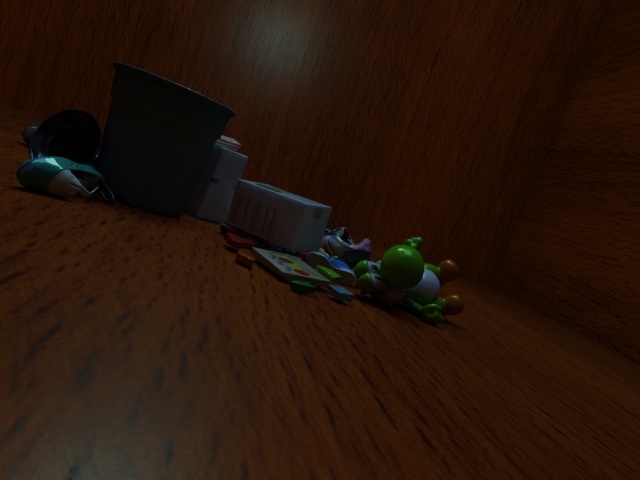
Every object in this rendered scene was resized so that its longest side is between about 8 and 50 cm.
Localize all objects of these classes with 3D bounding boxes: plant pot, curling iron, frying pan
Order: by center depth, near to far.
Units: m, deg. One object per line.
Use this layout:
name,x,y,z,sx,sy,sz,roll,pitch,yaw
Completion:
frying pan,-0.596,-0.223,1.372,0.326,0.197,0.053,23,-15,15
plant pot,-0.451,-0.261,1.487,0.341,0.334,0.341,20,5,-2
curling iron,-0.175,0.006,1.490,0.274,0.035,0.068,24,6,30

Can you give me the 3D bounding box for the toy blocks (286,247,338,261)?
toy blocks,-0.031,0.046,1.555,0.148,0.054,0.123,16,7,-46

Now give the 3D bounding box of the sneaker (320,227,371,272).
sneaker,0.030,0.006,1.795,0.319,0.131,0.112,24,6,27

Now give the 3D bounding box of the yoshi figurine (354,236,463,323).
yoshi figurine,0.256,0.102,1.410,0.362,0.203,0.203,13,16,-41

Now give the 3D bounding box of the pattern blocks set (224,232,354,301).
pattern blocks set,-0.076,0.064,1.278,0.285,0.026,0.325,16,9,-27

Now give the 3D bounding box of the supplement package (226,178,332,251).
supplement package,-0.118,-0.070,1.501,0.244,0.133,0.139,22,10,28

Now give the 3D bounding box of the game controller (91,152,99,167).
game controller,-0.778,-0.284,1.900,0.167,0.067,0.319,20,5,-19

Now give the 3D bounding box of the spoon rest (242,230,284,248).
spoon rest,-0.178,-0.041,1.704,0.137,0.084,0.276,18,7,-36

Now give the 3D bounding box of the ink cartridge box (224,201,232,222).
ink cartridge box,-0.247,-0.111,1.871,0.231,0.134,0.078,15,7,-45

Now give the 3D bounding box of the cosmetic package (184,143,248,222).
cosmetic package,-0.329,-0.178,1.690,0.085,0.231,0.117,25,7,37

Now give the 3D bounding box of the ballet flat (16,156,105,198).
ballet flat,-0.550,-0.132,1.183,0.087,0.083,0.247,36,8,3

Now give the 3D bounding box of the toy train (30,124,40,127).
toy train,-0.958,-0.364,1.957,0.105,0.080,0.184,17,2,31

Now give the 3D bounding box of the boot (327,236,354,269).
boot,0.051,0.052,1.627,0.118,0.042,0.087,49,-32,6

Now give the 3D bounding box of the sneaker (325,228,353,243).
sneaker,0.000,0.000,2.094,0.279,0.107,0.118,26,-13,12

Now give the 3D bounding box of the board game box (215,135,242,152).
board game box,-0.361,-0.275,1.735,0.045,0.146,0.193,43,18,23

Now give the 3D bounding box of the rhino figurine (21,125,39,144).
rhino figurine,-0.891,-0.319,1.765,0.243,0.073,0.106,28,18,35

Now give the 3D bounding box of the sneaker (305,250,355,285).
sneaker,0.025,0.070,1.489,0.152,0.058,0.084,25,10,-9
